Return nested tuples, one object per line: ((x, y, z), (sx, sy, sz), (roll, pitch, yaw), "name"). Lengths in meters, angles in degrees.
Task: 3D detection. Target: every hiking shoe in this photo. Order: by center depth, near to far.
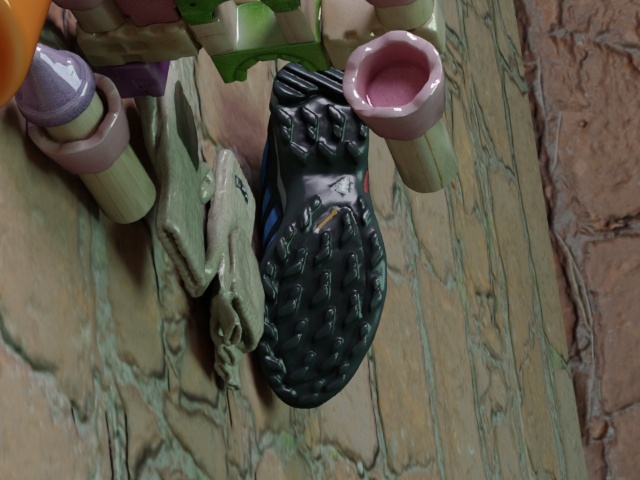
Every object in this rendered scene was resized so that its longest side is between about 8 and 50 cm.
((0.000, 0.000, 1.726), (0.132, 0.113, 0.304), (106, -11, -75), "hiking shoe")

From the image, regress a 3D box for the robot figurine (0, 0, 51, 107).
((-0.208, -0.150, 1.100), (0.158, 0.128, 0.219), (51, 28, -31), "robot figurine")

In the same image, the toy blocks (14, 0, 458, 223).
((-0.063, -0.206, 1.339), (0.260, 0.288, 0.309), (62, 25, -57), "toy blocks")

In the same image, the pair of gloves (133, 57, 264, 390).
((-0.095, -0.019, 1.542), (0.240, 0.042, 0.204), (65, 15, -53), "pair of gloves")
